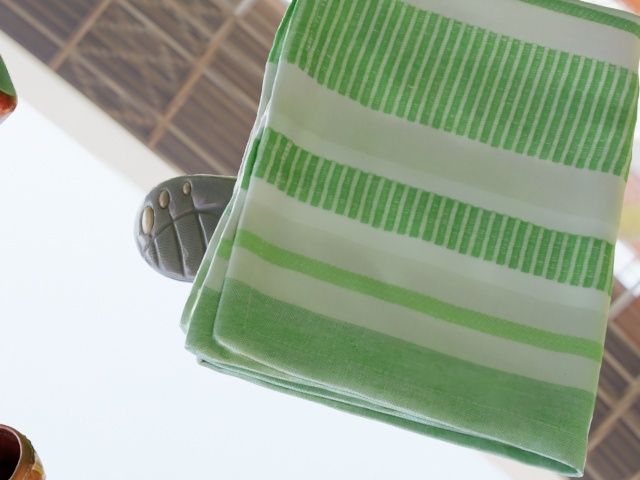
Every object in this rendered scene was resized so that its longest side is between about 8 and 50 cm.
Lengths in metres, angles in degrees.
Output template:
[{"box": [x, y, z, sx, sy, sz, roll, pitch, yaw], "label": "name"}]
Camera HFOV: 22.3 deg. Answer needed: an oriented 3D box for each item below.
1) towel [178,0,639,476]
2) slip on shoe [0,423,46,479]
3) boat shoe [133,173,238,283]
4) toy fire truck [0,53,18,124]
[{"box": [0.070, -0.039, 1.001, 0.248, 0.038, 0.325, 16, -119, -2], "label": "towel"}, {"box": [-0.253, 0.167, 0.737, 0.123, 0.101, 0.331, 15, -157, 38], "label": "slip on shoe"}, {"box": [0.000, 0.000, 1.459, 0.324, 0.123, 0.116, 9, 173, 7], "label": "boat shoe"}, {"box": [-0.295, -0.200, 0.863, 0.302, 0.169, 0.254, 40, -167, -47], "label": "toy fire truck"}]
